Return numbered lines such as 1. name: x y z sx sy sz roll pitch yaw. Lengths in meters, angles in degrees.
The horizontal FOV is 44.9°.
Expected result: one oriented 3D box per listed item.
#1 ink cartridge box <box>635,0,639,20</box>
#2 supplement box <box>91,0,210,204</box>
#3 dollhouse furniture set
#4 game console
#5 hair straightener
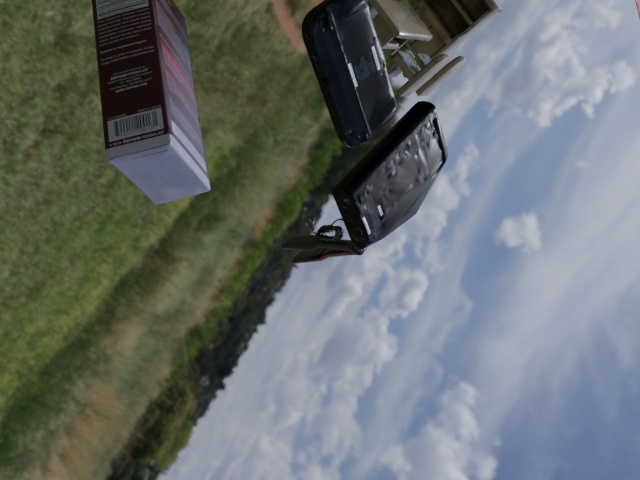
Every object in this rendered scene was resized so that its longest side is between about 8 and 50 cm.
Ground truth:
1. ink cartridge box: 0.616 -0.507 1.360 0.060 0.239 0.275 4 -133 43
2. supplement box: -0.188 -0.176 0.854 0.130 0.073 0.239 60 18 -69
3. dollhouse furniture set: 0.168 -0.367 1.244 0.161 0.212 0.242 -39 171 30
4. game console: 0.075 -0.171 1.058 0.044 0.361 0.213 18 -127 40
5. hair straightener: 0.000 0.000 1.410 0.047 0.089 0.230 -47 -155 -26
